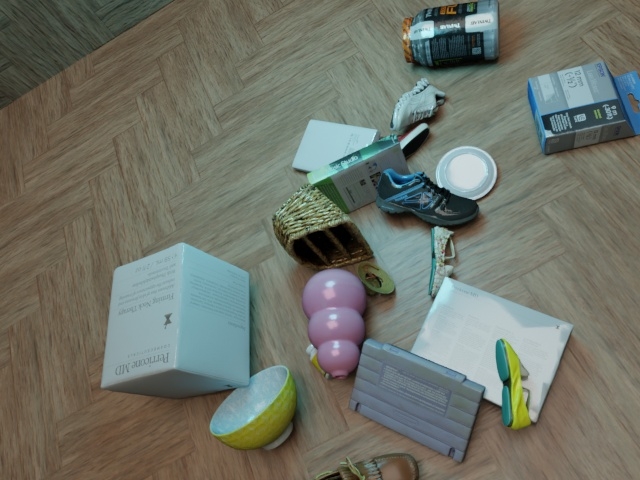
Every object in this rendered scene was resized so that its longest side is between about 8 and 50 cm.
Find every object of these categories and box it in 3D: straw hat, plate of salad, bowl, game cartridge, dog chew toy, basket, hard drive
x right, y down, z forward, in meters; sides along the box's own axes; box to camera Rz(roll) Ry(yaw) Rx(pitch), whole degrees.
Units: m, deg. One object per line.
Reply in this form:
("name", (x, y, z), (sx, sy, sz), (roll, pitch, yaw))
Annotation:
("straw hat", (0.167, 0.140, 1.723), (0.144, 0.144, 0.061), (52, 128, 31))
("plate of salad", (0.492, -0.224, 1.788), (0.199, 0.048, 0.200), (-4, 75, 14))
("bowl", (-0.173, 0.532, 1.593), (0.289, 0.289, 0.156), (-33, 102, 3))
("game cartridge", (0.264, 0.440, 1.493), (0.354, 0.068, 0.230), (19, 100, 27))
("dog chew toy", (0.049, 0.256, 1.622), (0.206, 0.207, 0.332), (-13, 57, 14))
("basket", (0.000, 0.000, 1.715), (0.213, 0.299, 0.223), (-45, 59, -4))
("hard drive", (0.053, -0.333, 1.962), (0.307, 0.040, 0.203), (18, 84, 35))

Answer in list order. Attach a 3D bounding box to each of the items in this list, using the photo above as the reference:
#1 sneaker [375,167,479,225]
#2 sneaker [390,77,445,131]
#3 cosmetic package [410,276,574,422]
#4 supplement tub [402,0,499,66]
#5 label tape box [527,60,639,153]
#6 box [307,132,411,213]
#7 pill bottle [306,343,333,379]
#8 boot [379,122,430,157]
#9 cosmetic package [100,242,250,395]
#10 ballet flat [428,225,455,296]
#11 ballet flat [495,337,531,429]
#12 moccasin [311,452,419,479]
("sneaker", (0.346, -0.142, 1.720), (0.340, 0.140, 0.125), (11, 34, 15))
("sneaker", (0.349, -0.477, 1.893), (0.118, 0.110, 0.292), (33, 57, 15))
("cosmetic package", (0.479, 0.304, 1.513), (0.377, 0.097, 0.285), (22, 78, 27))
("supplement tub", (0.483, -0.758, 1.951), (0.337, 0.207, 0.207), (0, 66, 20))
("label tape box", (0.877, -0.443, 1.711), (0.347, 0.115, 0.249), (-12, 63, 17))
("box", (0.141, -0.210, 1.803), (0.321, 0.232, 0.059), (-25, 55, 7))
("pill bottle", (0.008, 0.378, 1.671), (0.065, 0.065, 0.116), (-46, 60, -5))
("boot", (0.261, -0.369, 1.922), (0.244, 0.088, 0.176), (-40, 57, 3))
("cosmetic package", (-0.449, 0.275, 1.703), (0.329, 0.327, 0.394), (-19, 60, 27))
("ballet flat", (0.385, 0.063, 1.671), (0.077, 0.091, 0.241), (5, 69, 7))
("ballet flat", (0.509, 0.373, 1.384), (0.077, 0.077, 0.231), (2, 69, -2))
("moccasin", (0.085, 0.674, 1.453), (0.379, 0.147, 0.139), (-16, 61, 12))
